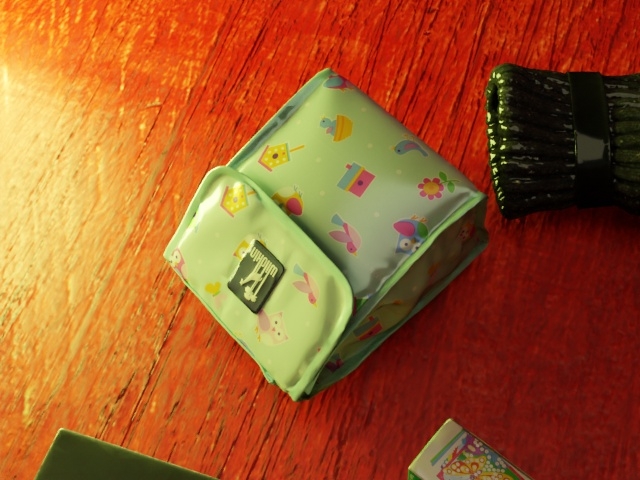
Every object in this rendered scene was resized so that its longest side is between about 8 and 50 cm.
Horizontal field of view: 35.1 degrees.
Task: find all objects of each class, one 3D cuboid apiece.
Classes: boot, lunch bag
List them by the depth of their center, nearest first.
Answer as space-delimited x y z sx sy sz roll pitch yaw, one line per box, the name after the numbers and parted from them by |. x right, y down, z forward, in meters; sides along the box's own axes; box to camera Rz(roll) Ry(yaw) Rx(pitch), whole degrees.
0.000 0.000 0.993 0.262 0.160 0.223 -42 68 -9 | lunch bag
0.311 -0.046 1.014 0.260 0.131 0.348 -2 47 -6 | boot

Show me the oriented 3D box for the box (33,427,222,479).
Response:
-0.181 0.315 0.808 0.165 0.143 0.270 15 59 11 | box

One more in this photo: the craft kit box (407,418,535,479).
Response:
0.173 0.269 0.757 0.247 0.250 0.061 32 65 22 | craft kit box
